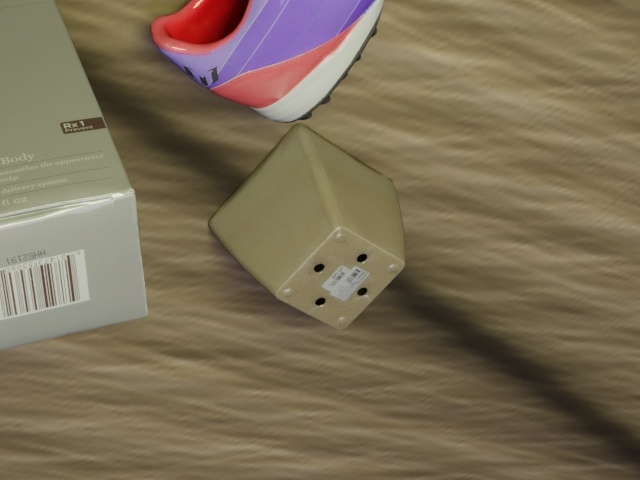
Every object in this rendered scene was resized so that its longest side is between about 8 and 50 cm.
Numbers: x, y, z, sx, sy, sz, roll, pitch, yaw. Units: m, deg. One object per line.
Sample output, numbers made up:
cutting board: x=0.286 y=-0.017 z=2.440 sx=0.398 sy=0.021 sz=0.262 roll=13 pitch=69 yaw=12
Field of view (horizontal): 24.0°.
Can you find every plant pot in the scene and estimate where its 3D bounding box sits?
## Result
plant pot: x=0.000 y=0.000 z=1.109 sx=0.109 sy=0.096 sz=0.109 roll=30 pitch=111 yaw=-37

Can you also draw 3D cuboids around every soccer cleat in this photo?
soccer cleat: x=0.017 y=-0.214 z=0.938 sx=0.116 sy=0.109 sz=0.318 roll=19 pitch=121 yaw=-35

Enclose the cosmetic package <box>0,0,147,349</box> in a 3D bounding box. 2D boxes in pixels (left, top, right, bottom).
cosmetic package: x=-0.192 y=-0.048 z=0.898 sx=0.127 sy=0.238 sz=0.107 roll=-14 pitch=134 yaw=-16
